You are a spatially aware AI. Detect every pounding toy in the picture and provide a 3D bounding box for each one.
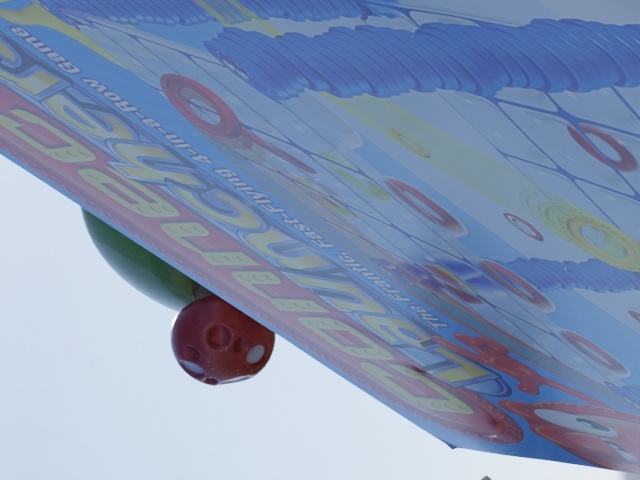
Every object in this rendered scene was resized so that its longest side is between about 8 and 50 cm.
[{"bbox_3d":[0.000,0.000,0.930,0.110,0.237,0.183,-97,9,-47],"label":"pounding toy"}]

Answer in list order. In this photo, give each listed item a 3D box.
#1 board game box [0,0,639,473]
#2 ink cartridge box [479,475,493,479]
[{"bbox_3d":[0.038,-0.042,0.450,0.308,0.302,0.086,35,-109,-29],"label":"board game box"},{"bbox_3d":[0.083,0.195,1.113,0.115,0.063,0.029,-38,-19,-38],"label":"ink cartridge box"}]
